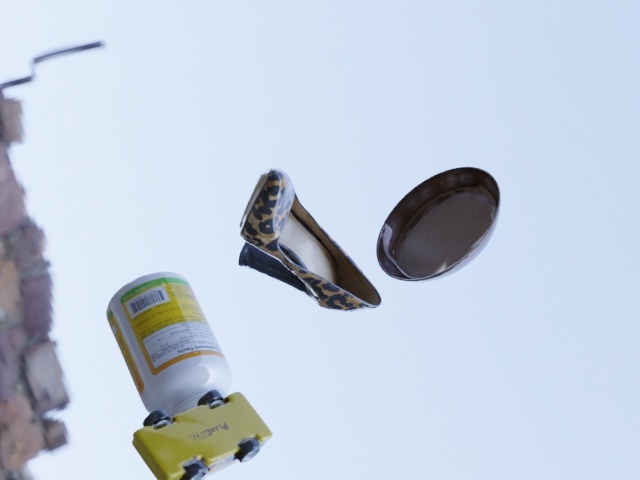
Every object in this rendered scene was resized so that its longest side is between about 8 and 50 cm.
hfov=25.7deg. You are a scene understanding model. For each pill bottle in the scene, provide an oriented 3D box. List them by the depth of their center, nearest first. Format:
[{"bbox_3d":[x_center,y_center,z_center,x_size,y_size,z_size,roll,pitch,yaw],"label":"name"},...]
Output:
[{"bbox_3d":[-0.212,0.178,2.056,0.245,0.136,0.136,61,-33,31],"label":"pill bottle"}]

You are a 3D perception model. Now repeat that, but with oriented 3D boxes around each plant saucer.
[{"bbox_3d":[0.142,-0.013,1.639,0.168,0.168,0.029,15,-26,50],"label":"plant saucer"}]

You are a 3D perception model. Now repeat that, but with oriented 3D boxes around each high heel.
[{"bbox_3d":[0.000,0.000,1.664,0.186,0.093,0.261,22,-24,4],"label":"high heel"}]

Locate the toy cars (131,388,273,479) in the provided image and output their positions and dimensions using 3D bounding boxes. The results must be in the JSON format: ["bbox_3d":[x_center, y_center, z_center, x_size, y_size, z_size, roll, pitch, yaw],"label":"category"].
[{"bbox_3d":[-0.172,0.331,1.718,0.176,0.393,0.087,24,-53,-10],"label":"toy cars"}]
